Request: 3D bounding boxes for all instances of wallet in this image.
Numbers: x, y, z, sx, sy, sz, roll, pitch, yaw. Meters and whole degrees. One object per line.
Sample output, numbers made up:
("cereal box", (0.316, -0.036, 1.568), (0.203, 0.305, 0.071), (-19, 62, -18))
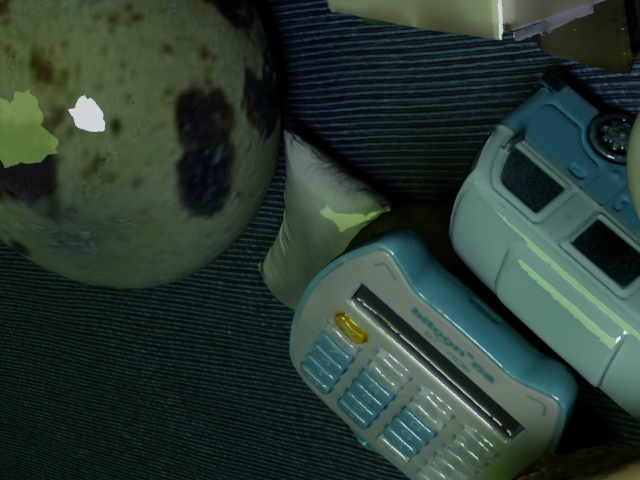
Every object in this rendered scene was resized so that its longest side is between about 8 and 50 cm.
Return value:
("wallet", (0.193, -0.226, 1.324), (0.110, 0.031, 0.198), (23, 139, 43))

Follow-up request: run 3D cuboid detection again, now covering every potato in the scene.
("potato", (0.076, 0.052, 1.675), (0.248, 0.169, 0.143), (125, 137, -64))

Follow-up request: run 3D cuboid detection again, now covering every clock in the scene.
("clock", (0.114, -0.205, 1.276), (0.192, 0.147, 0.071), (19, 122, 46))

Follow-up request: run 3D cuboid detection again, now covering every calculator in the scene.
("calculator", (0.087, 0.123, 1.522), (0.256, 0.054, 0.386), (41, 153, 5))

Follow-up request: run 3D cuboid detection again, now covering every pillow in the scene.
("pillow", (-0.001, -0.001, 1.817), (0.144, 0.078, 0.254), (44, 151, 20))

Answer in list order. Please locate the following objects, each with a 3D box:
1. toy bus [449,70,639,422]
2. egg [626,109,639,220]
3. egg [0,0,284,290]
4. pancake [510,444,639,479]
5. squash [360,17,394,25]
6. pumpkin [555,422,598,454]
("toy bus", (0.224, 0.010, 1.394), (0.271, 0.165, 0.133), (43, 150, 20))
("egg", (0.284, -0.049, 1.286), (0.114, 0.114, 0.152), (15, 118, 50))
("egg", (-0.205, -0.128, 1.708), (0.345, 0.345, 0.428), (34, 151, 33))
("pancake", (0.251, 0.191, 1.358), (0.387, 0.387, 0.082), (-34, 69, 62))
("squash", (-0.018, -0.324, 1.484), (0.331, 0.087, 0.087), (59, 152, -5))
("pumpkin", (0.203, 0.268, 1.719), (0.220, 0.162, 0.220), (43, 155, 26))
